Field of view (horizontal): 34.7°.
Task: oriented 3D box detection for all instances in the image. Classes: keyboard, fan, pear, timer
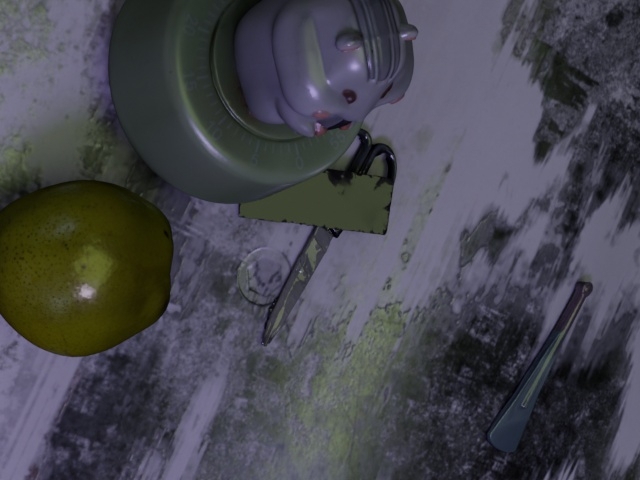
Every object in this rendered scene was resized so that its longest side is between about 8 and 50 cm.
[{"bbox_3d":[-0.004,-0.053,1.265,0.196,0.015,0.074,6,97,-18],"label":"keyboard"},{"bbox_3d":[0.323,0.180,1.499,0.057,0.023,0.282,31,82,-20],"label":"fan"},{"bbox_3d":[-0.248,0.028,1.065,0.198,0.198,0.198,-5,100,-28],"label":"pear"},{"bbox_3d":[-0.028,-0.184,1.058,0.290,0.315,0.291,-1,92,-34],"label":"timer"}]

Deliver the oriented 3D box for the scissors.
[{"bbox_3d":[0.000,0.000,1.292,0.109,0.022,0.300,31,83,-25],"label":"scissors"}]
